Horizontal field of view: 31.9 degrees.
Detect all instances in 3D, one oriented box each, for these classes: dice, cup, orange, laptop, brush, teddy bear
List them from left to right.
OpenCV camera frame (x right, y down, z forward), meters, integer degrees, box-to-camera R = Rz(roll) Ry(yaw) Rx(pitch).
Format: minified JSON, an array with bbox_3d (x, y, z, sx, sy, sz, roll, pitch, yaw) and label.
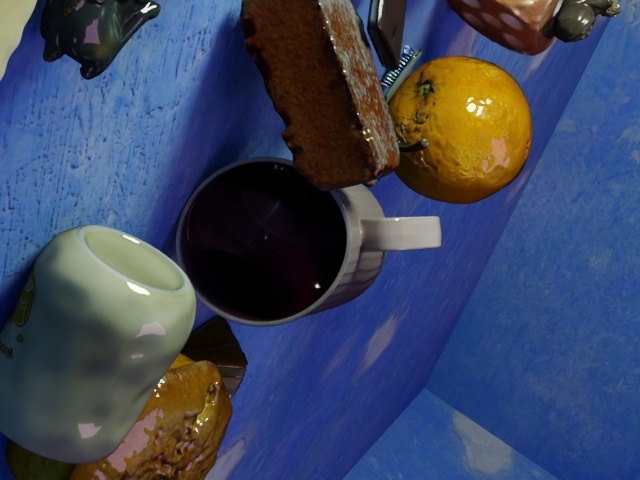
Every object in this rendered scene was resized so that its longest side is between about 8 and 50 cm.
[{"bbox_3d":[-0.222,0.100,1.191,0.202,0.173,0.255,-59,163,14],"label":"cup"},{"bbox_3d":[-0.010,-0.016,1.464,0.288,0.208,0.273,-32,172,15],"label":"cup"},{"bbox_3d":[0.101,-0.233,1.764,0.178,0.030,0.033,-55,-177,35],"label":"brush"},{"bbox_3d":[0.087,-0.331,1.382,0.154,0.026,0.207,40,56,-73],"label":"laptop"},{"bbox_3d":[0.223,-0.178,1.820,0.246,0.246,0.246,-50,163,-22],"label":"orange"},{"bbox_3d":[0.315,-0.414,1.770,0.174,0.179,0.175,-55,159,-4],"label":"dice"},{"bbox_3d":[0.391,-0.346,1.689,0.119,0.077,0.160,-26,-175,31],"label":"teddy bear"}]

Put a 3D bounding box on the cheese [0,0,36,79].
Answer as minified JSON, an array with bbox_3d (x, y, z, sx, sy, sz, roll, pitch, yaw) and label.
[{"bbox_3d":[-0.266,-0.172,0.644,0.265,0.124,0.242,-60,160,9],"label":"cheese"}]

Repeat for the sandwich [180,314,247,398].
[{"bbox_3d":[-0.206,0.173,1.662,0.163,0.113,0.079,3,128,-31],"label":"sandwich"}]

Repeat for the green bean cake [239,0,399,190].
[{"bbox_3d":[0.004,-0.172,1.276,0.097,0.232,0.198,-16,-176,19],"label":"green bean cake"}]

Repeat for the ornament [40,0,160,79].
[{"bbox_3d":[-0.171,-0.254,0.844,0.202,0.080,0.236,-55,167,-16],"label":"ornament"}]

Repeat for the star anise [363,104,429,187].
[{"bbox_3d":[0.069,-0.136,1.637,0.234,0.073,0.177,-35,-142,33],"label":"star anise"}]

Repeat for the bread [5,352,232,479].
[{"bbox_3d":[-0.245,0.255,1.396,0.312,0.172,0.312,-44,155,-27],"label":"bread"}]
